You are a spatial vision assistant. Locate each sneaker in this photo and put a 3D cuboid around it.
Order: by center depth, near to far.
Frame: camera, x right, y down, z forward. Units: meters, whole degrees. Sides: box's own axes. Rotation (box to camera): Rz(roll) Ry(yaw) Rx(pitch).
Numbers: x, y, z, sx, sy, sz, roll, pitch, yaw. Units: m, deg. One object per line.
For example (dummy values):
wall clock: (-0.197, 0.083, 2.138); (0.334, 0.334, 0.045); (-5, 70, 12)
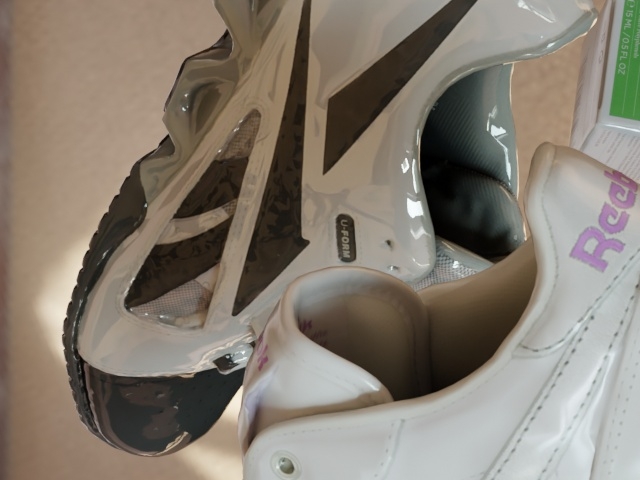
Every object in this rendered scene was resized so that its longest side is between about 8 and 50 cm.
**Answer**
sneaker: (0.014, 0.091, 0.560); (0.152, 0.114, 0.305); (41, 114, -10)
sneaker: (0.000, 0.000, 0.763); (0.146, 0.122, 0.330); (38, 131, 14)

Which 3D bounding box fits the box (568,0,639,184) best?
box: (0.217, -0.095, 1.237); (0.102, 0.087, 0.101); (109, 172, -72)
